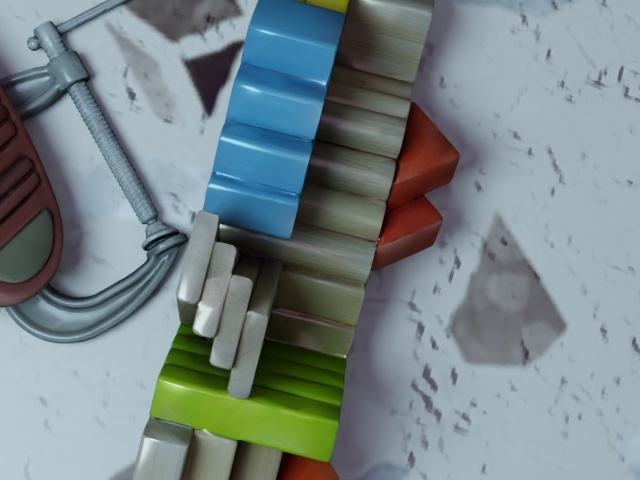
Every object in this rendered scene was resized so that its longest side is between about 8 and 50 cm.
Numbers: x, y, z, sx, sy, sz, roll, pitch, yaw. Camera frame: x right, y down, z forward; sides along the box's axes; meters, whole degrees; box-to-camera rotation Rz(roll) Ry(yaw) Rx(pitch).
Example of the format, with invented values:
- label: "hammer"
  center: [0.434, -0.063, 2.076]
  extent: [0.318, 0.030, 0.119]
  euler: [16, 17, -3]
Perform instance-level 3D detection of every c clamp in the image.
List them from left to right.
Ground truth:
- label: "c clamp"
  center: [-0.121, -0.035, 0.869]
  extent: [0.137, 0.022, 0.160]
  euler: [-23, 85, -6]

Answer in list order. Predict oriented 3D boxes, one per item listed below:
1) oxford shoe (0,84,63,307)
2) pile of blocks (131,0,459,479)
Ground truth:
- label: "oxford shoe"
  center: [-0.273, -0.082, 0.835]
  extent: [0.348, 0.123, 0.130]
  euler: [45, 128, -2]
- label: "pile of blocks"
  center: [0.000, 0.000, 0.807]
  extent: [0.113, 0.149, 0.362]
  euler: [14, 82, -1]
